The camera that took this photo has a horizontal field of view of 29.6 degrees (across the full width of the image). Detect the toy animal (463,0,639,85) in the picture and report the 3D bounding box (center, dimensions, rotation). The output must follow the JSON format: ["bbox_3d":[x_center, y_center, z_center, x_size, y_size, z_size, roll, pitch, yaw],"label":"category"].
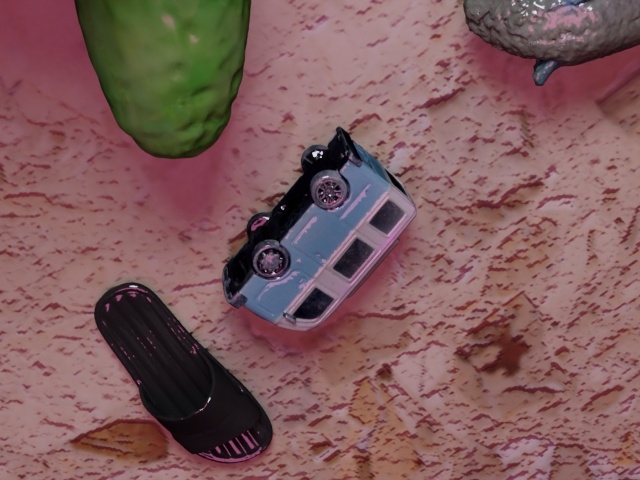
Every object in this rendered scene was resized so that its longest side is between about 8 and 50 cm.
[{"bbox_3d":[0.208,-0.147,0.700,0.252,0.079,0.070,-9,135,2],"label":"toy animal"}]

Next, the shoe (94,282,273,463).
[{"bbox_3d":[-0.093,0.098,0.800,0.062,0.053,0.159,-34,108,7],"label":"shoe"}]

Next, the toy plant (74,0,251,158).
[{"bbox_3d":[-0.122,-0.222,0.526,0.210,0.356,0.317,23,93,28],"label":"toy plant"}]

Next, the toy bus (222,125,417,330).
[{"bbox_3d":[0.000,0.000,0.759,0.075,0.060,0.123,35,104,-20],"label":"toy bus"}]
